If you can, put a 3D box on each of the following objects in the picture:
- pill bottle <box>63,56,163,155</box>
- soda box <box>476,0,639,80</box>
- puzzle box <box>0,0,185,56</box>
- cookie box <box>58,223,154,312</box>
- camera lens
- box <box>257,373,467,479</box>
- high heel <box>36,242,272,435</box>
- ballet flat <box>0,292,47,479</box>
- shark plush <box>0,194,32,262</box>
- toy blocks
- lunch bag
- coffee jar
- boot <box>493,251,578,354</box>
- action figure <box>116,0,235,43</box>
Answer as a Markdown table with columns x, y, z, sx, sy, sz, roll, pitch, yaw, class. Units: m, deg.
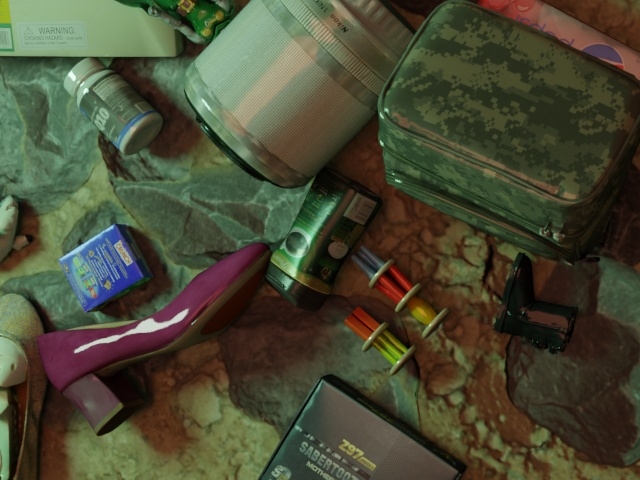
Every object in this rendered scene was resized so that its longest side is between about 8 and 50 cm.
| x | y | z | sx | sy | sz | roll | pitch | yaw | class |
| --- | --- | --- | --- | --- | --- | --- | --- | --- | --- |
| -0.297 | -0.193 | 1.682 | 0.137 | 0.078 | 0.078 | 44 | 102 | 11 | pill bottle |
| 0.315 | -0.234 | 1.504 | 0.263 | 0.083 | 0.092 | 31 | 99 | 13 | soda box |
| -0.400 | -0.397 | 1.658 | 0.409 | 0.052 | 0.272 | 3 | 112 | 10 | puzzle box |
| -0.310 | 0.040 | 1.711 | 0.107 | 0.040 | 0.092 | -30 | 83 | 15 | cookie box |
| -0.024 | -0.220 | 1.530 | 0.274 | 0.219 | 0.219 | -44 | 80 | 12 | camera lens |
| 0.054 | 0.320 | 1.605 | 0.233 | 0.059 | 0.183 | 34 | 99 | 13 | box |
| -0.242 | 0.092 | 1.656 | 0.377 | 0.127 | 0.181 | -42 | 73 | 8 | high heel |
| -0.461 | 0.237 | 1.725 | 0.108 | 0.106 | 0.316 | -2 | 91 | 16 | ballet flat |
| -0.496 | 0.006 | 1.774 | 0.161 | 0.073 | 0.067 | -49 | 58 | 32 | shark plush |
| 0.082 | 0.090 | 1.594 | 0.148 | 0.054 | 0.123 | 43 | 104 | 12 | toy blocks |
| 0.231 | -0.109 | 1.450 | 0.305 | 0.256 | 0.212 | 26 | 72 | 15 | lunch bag |
| 0.000 | 0.000 | 1.590 | 0.096 | 0.079 | 0.184 | 36 | 98 | 44 | coffee jar |
| 0.287 | 0.084 | 1.540 | 0.099 | 0.045 | 0.121 | 17 | 103 | 17 | boot |
| -0.200 | -0.336 | 1.586 | 0.232 | 0.063 | 0.137 | 35 | 106 | -13 | action figure |
